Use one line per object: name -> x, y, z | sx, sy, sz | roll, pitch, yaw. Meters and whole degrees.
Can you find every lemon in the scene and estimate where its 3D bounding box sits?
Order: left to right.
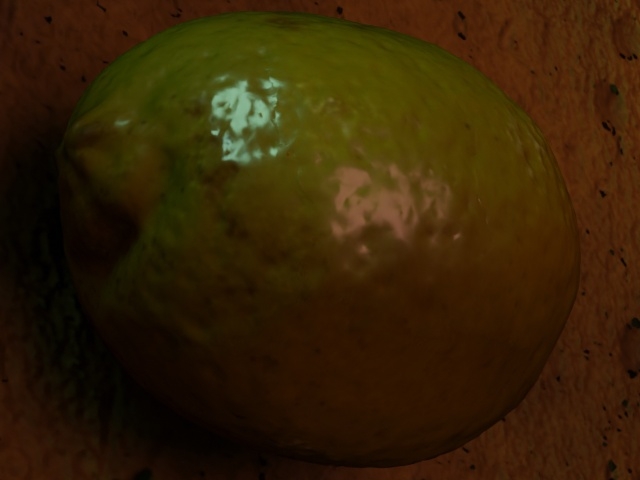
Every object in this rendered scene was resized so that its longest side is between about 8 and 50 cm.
lemon -> 0.000, 0.000, 0.671 | 0.207, 0.170, 0.170 | 11, 67, -45
